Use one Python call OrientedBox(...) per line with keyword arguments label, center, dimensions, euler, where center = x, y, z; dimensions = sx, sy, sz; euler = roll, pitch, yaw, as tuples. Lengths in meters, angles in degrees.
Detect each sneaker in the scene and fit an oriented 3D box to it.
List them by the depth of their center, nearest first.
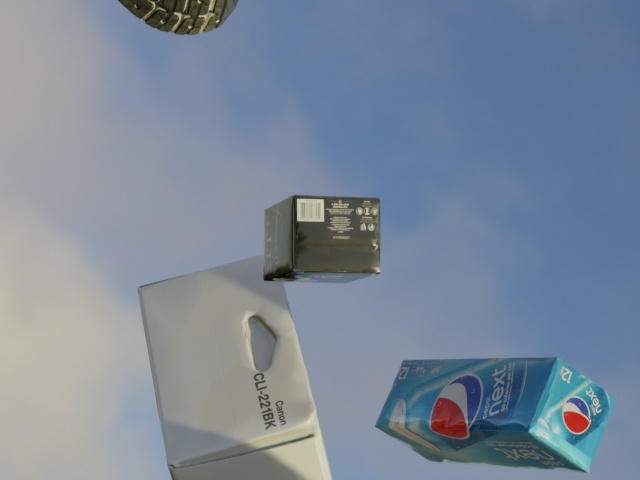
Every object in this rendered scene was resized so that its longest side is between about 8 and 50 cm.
OrientedBox(label="sneaker", center=(-0.132, -0.203, 1.319), dimensions=(0.162, 0.073, 0.063), euler=(21, -56, -14))

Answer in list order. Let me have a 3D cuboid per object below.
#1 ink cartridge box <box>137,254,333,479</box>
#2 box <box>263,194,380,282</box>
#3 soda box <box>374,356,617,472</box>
OrientedBox(label="ink cartridge box", center=(-0.050, 0.177, 1.434), dimensions=(0.197, 0.114, 0.273), euler=(-106, -176, -48))
OrientedBox(label="box", center=(0.000, 0.000, 1.241), dimensions=(0.062, 0.052, 0.083), euler=(2, -7, -15))
OrientedBox(label="soda box", center=(0.138, 0.140, 1.506), dimensions=(0.071, 0.067, 0.210), euler=(34, -21, -26))
